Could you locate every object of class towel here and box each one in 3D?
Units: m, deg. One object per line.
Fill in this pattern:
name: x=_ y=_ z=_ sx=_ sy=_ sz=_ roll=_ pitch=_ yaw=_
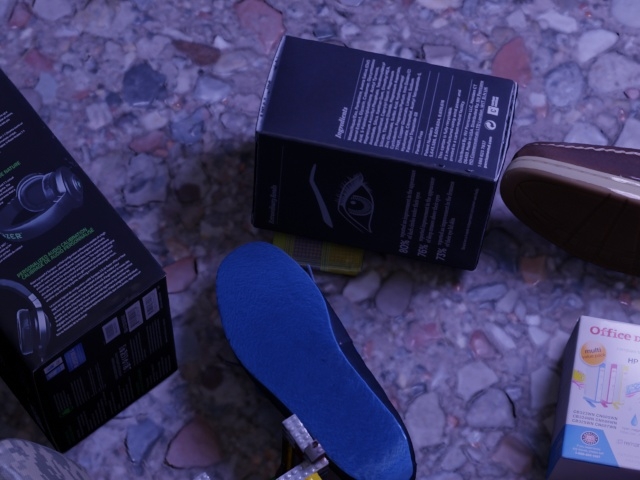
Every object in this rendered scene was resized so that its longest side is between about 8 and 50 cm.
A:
towel: x=0.000 y=0.000 z=1.734 sx=0.083 sy=0.009 sz=0.060 roll=6 pitch=70 yaw=1

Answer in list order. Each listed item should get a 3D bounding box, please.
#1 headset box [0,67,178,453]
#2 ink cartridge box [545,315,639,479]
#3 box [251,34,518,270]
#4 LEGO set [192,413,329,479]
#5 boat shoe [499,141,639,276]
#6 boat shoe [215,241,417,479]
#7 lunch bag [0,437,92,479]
headset box: x=-0.252 y=0.000 z=1.599 sx=0.131 sy=0.246 sz=0.283 roll=-36 pitch=75 yaw=-14
ink cartridge box: x=0.248 y=0.132 z=1.648 sx=0.092 sy=0.090 sz=0.143 roll=9 pitch=70 yaw=2
box: x=0.051 y=-0.073 z=1.679 sx=0.207 sy=0.153 sz=0.108 roll=13 pitch=59 yaw=3
LEGO set: x=-0.064 y=0.292 z=1.522 sx=0.331 sy=0.192 sz=0.255 roll=-24 pitch=72 yaw=-10
boat shoe: x=0.326 y=-0.041 z=1.708 sx=0.342 sy=0.123 sz=0.123 roll=12 pitch=61 yaw=-1
boat shoe: x=-0.011 y=0.119 z=1.646 sx=0.109 sy=0.089 sz=0.258 roll=-29 pitch=62 yaw=0
lunch bag: x=-0.225 y=0.319 z=1.356 sx=0.305 sy=0.212 sz=0.256 roll=-38 pitch=75 yaw=-1
